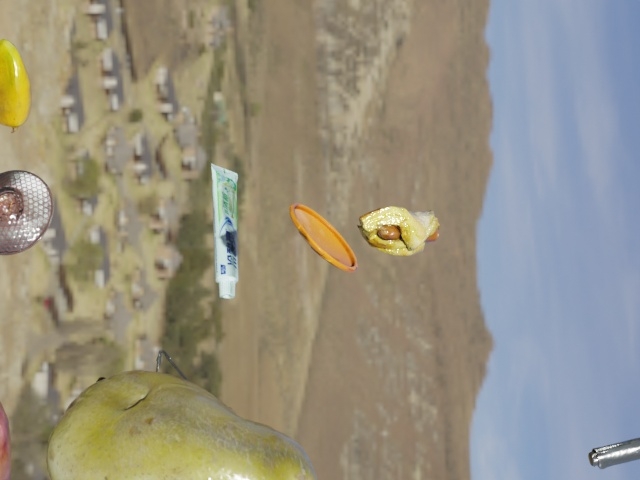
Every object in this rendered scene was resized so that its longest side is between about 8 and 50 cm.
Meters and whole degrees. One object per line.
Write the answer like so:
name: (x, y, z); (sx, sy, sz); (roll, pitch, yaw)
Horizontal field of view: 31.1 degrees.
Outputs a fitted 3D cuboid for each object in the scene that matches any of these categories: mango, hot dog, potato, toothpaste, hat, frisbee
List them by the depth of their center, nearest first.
potato: (-0.167, 0.275, 1.410); (0.218, 0.351, 0.203); (44, 61, -60)
hot dog: (0.121, -0.010, 1.644); (0.078, 0.169, 0.061); (-41, -117, 36)
mango: (-0.620, -0.304, 2.285); (0.066, 0.101, 0.188); (-30, 131, -54)
frisbee: (0.000, 0.000, 2.383); (0.192, 0.035, 0.192); (42, 16, -15)
toothpaste: (-0.198, -0.021, 2.412); (0.074, 0.048, 0.297); (18, 58, -40)
hat: (-0.676, -0.070, 2.465); (0.082, 0.193, 0.193); (28, -50, 44)

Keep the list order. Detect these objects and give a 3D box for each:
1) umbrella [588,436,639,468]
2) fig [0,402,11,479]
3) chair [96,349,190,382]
umbrella: (0.477, 0.325, 1.773); (0.031, 0.133, 0.036); (132, -53, -81)
fig: (-0.510, 0.280, 1.470); (0.224, 0.224, 0.263); (86, -14, -50)
chair: (-0.252, 0.310, 1.890); (0.140, 0.221, 0.145); (-25, 137, -42)
